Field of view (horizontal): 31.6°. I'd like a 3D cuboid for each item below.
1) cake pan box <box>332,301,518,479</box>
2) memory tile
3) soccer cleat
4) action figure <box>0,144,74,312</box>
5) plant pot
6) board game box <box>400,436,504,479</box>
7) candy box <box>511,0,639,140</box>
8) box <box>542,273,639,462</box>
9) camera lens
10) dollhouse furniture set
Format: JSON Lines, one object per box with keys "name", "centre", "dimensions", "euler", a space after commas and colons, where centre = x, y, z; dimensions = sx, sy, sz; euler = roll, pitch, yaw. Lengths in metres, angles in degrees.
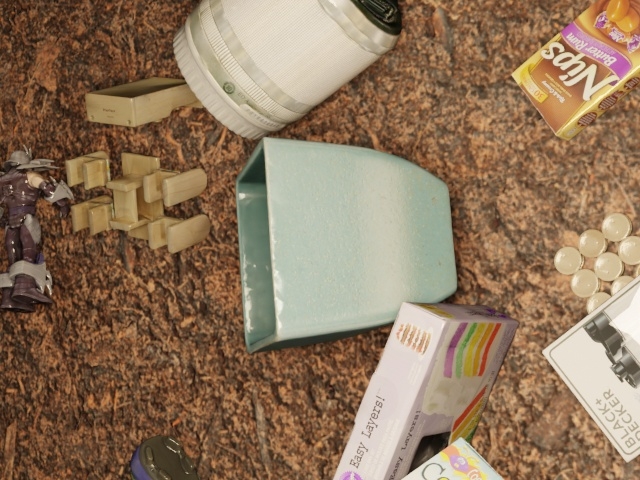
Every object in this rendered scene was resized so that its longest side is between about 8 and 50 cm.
{"name": "cake pan box", "centre": [0.131, 0.207, 1.405], "dimensions": [0.070, 0.246, 0.266], "euler": [25, 97, 31]}
{"name": "memory tile", "centre": [0.372, 0.048, 1.412], "dimensions": [0.113, 0.012, 0.148], "euler": [-40, 66, 22]}
{"name": "soccer cleat", "centre": [-0.195, 0.427, 1.690], "dimensions": [0.289, 0.093, 0.121], "euler": [58, 143, 18]}
{"name": "action figure", "centre": [-0.504, -0.026, 1.913], "dimensions": [0.185, 0.099, 0.285], "euler": [-14, 74, 37]}
{"name": "plant pot", "centre": [0.035, 0.009, 1.471], "dimensions": [0.252, 0.248, 0.247], "euler": [-3, 81, -13]}
{"name": "board game box", "centre": [0.139, 0.394, 1.361], "dimensions": [0.144, 0.142, 0.275], "euler": [44, 143, 28]}
{"name": "candy box", "centre": [0.349, -0.227, 1.433], "dimensions": [0.187, 0.053, 0.109], "euler": [-41, 66, 23]}
{"name": "box", "centre": [0.427, 0.108, 1.317], "dimensions": [0.290, 0.087, 0.169], "euler": [-41, 73, 22]}
{"name": "camera lens", "centre": [-0.041, -0.297, 1.581], "dimensions": [0.274, 0.219, 0.219], "euler": [-35, 68, 24]}
{"name": "dollhouse furniture set", "centre": [-0.267, -0.123, 1.777], "dimensions": [0.212, 0.161, 0.242], "euler": [11, 112, 32]}
